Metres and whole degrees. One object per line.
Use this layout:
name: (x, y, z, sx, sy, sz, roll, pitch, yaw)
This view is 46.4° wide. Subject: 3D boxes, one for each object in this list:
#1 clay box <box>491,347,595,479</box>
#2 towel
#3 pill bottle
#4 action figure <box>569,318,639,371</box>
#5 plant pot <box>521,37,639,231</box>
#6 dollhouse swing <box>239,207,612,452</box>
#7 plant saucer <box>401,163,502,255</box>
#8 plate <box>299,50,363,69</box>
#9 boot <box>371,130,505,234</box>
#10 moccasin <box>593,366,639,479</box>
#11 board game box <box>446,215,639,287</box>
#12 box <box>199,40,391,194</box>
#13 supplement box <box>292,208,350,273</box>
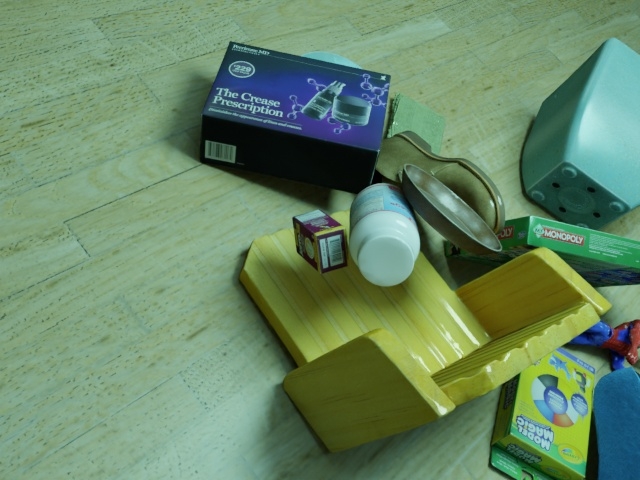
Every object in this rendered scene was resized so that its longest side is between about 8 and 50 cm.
clay box: (0.326, 0.252, 1.086, 0.127, 0.053, 0.222, 30, 47, -6)
towel: (0.173, -0.201, 1.357, 0.110, 0.027, 0.148, 24, 48, -12)
pill bottle: (0.079, -0.007, 0.938, 0.087, 0.087, 0.160, 26, 22, -9)
action figure: (0.438, 0.174, 1.182, 0.280, 0.091, 0.139, 13, 45, -19)
plant pot: (0.519, -0.160, 1.379, 0.247, 0.247, 0.252, 36, 64, -1)
dollhouse swing: (0.117, 0.054, 0.981, 0.346, 0.315, 0.305, -19, 78, -37)
plant saucer: (0.166, -0.036, 0.982, 0.168, 0.029, 0.168, 36, 20, -15)
plate: (0.029, -0.260, 1.324, 0.188, 0.024, 0.188, 14, 51, -18)
boot: (0.162, -0.079, 1.159, 0.115, 0.112, 0.305, -16, 32, -24)
moccasin: (0.457, 0.342, 1.024, 0.116, 0.137, 0.342, 33, 55, -27)
board game box: (0.391, 0.025, 1.187, 0.317, 0.213, 0.046, 11, 81, -22)
box: (-0.035, -0.189, 1.143, 0.261, 0.103, 0.184, 11, 48, -1)
supplement box: (0.000, 0.000, 0.956, 0.043, 0.055, 0.083, -16, 23, -19)
